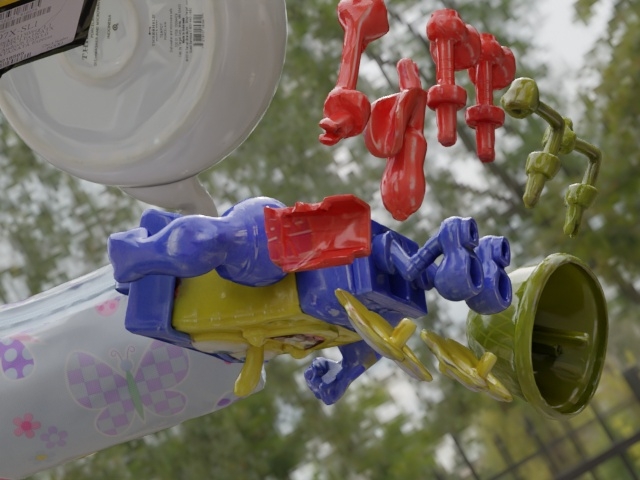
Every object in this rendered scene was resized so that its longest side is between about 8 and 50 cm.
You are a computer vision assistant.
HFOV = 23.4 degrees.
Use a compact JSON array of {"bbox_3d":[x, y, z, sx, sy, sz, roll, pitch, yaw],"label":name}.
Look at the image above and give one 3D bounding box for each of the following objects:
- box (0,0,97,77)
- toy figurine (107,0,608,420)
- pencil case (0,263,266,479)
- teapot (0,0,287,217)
[{"bbox_3d":[-0.292,-0.183,0.703,0.257,0.322,0.079,-27,-18,-26],"label":"box"},{"bbox_3d":[0.000,0.000,0.822,0.217,0.191,0.362,-8,-14,26],"label":"toy figurine"},{"bbox_3d":[-0.172,0.082,1.014,0.273,0.124,0.113,-17,21,-1],"label":"pencil case"},{"bbox_3d":[-0.123,-0.166,1.194,0.256,0.252,0.187,-46,-13,23],"label":"teapot"}]
